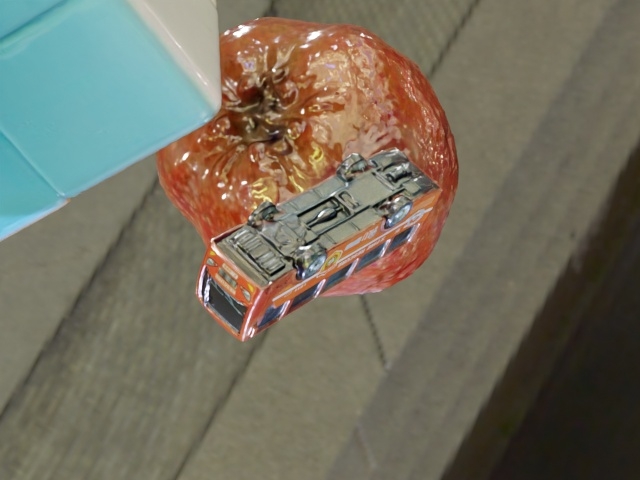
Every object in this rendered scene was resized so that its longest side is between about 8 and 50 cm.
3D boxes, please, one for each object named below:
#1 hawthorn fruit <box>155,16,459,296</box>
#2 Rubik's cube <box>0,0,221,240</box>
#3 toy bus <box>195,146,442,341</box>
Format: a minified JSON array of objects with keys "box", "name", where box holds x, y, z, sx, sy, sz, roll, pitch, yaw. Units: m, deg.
[{"box":[0.002,-0.049,1.132,0.205,0.205,0.253,-64,156,-8],"name":"hawthorn fruit"},{"box":[-0.246,-0.173,0.809,0.291,0.291,0.290,-27,127,16],"name":"Rubik's cube"},{"box":[0.000,0.000,0.588,0.110,0.031,0.043,-29,154,-42],"name":"toy bus"}]
